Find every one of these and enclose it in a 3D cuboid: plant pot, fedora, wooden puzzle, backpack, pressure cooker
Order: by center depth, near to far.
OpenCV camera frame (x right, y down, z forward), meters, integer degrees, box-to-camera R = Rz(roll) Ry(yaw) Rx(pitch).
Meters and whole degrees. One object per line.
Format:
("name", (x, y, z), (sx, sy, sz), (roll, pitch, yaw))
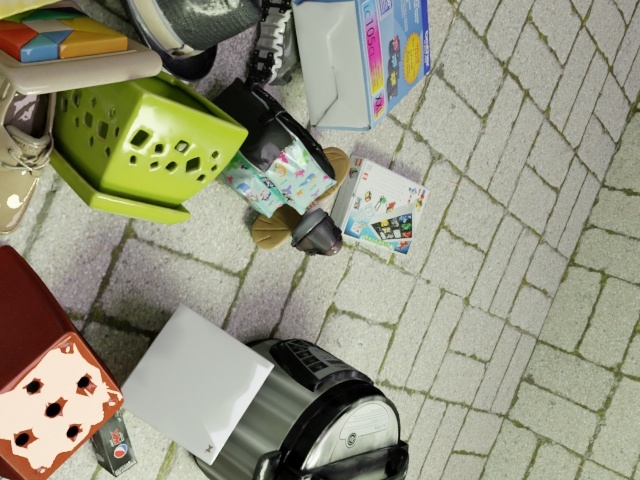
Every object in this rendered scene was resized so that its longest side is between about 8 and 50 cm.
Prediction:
("wooden puzzle", (-0.373, -0.281, 1.012), (0.221, 0.238, 0.044), (-22, 138, -42))
("plant pot", (-0.467, 0.213, 1.123), (0.267, 0.235, 0.267), (-44, 134, -26))
("fedora", (-0.185, -0.411, 1.130), (0.334, 0.152, 0.334), (-9, 90, -75))
("plant pot", (-0.294, -0.160, 1.156), (0.227, 0.228, 0.207), (12, 113, -53))
("backpack", (-0.094, -0.159, 1.395), (0.191, 0.225, 0.253), (-47, 146, 9))
("pressure cooker", (-0.025, 0.440, 1.579), (0.370, 0.420, 0.375), (-43, 133, -27))

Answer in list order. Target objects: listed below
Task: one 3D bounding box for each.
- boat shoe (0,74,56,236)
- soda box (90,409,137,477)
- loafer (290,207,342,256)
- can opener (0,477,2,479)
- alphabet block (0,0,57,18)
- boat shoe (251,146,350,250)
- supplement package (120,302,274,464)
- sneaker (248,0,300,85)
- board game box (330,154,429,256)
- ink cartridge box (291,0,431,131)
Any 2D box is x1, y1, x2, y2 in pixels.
("boat shoe", (-0.453, -0.145, 1.086), (0.109, 0.098, 0.302), (5, 103, -49))
("soda box", (-0.406, 0.368, 1.397), (0.053, 0.060, 0.169), (-32, 127, -38))
("loafer", (0.000, 0.000, 1.552), (0.109, 0.095, 0.302), (-44, 177, 0))
("can opener", (-0.626, 0.383, 1.125), (0.283, 0.095, 0.076), (19, 93, -44))
("alphabet block", (-0.414, -0.413, 0.943), (0.193, 0.192, 0.197), (-33, 130, -33))
("boat shoe", (-0.047, -0.090, 1.581), (0.277, 0.098, 0.096), (-46, 178, -10))
("supplement package", (-0.233, 0.259, 1.339), (0.198, 0.199, 0.262), (-56, -176, -15))
("sneaker", (-0.068, -0.410, 1.429), (0.106, 0.078, 0.234), (5, 104, -56))
("board game box", (0.152, -0.080, 1.835), (0.305, 0.053, 0.193), (18, 92, -50))
("ink cartridge box", (0.112, -0.433, 1.514), (0.395, 0.151, 0.270), (-51, 142, -46))
